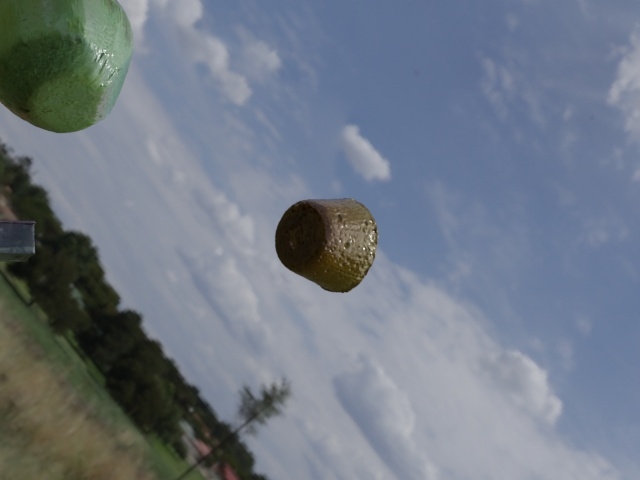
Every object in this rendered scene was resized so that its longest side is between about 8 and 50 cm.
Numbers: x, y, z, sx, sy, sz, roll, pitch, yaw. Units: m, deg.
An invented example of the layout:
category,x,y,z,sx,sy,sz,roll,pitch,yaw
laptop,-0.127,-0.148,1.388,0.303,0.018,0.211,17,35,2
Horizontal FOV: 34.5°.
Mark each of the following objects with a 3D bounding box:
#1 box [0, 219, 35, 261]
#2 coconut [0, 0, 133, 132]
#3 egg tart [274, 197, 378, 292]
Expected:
category,x,y,z,sx,sy,sz,roll,pitch,yaw
box,-0.542,0.002,1.788,0.060,0.085,0.063,-26,-113,49
coconut,-0.499,-0.378,1.968,0.328,0.281,0.328,-13,90,-89
egg tart,0.000,0.000,2.101,0.147,0.202,0.202,13,19,-46
